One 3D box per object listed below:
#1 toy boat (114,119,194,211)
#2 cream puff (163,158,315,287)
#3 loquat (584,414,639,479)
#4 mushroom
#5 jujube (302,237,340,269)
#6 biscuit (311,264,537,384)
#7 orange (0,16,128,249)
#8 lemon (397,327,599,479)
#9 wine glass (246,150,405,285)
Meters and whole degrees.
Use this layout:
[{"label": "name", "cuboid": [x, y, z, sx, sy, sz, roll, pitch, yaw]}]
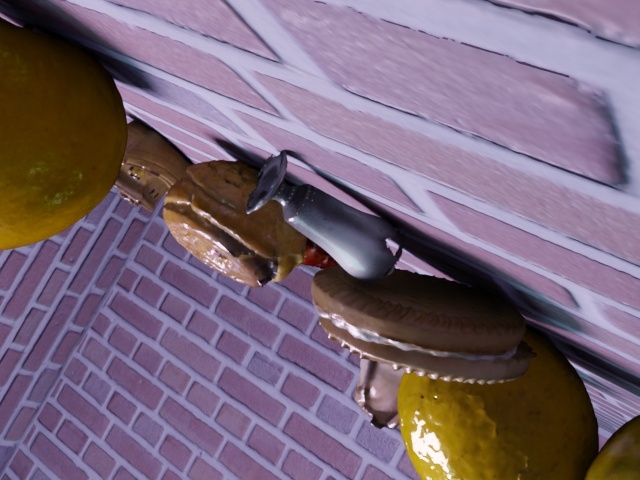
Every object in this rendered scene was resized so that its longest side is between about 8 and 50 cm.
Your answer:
[{"label": "toy boat", "cuboid": [-0.295, -0.116, 1.338, 0.089, 0.121, 0.321, 35, 177, 6]}, {"label": "cream puff", "cuboid": [-0.095, -0.028, 0.976, 0.189, 0.129, 0.189, 28, 164, 9]}, {"label": "loquat", "cuboid": [0.418, 0.306, 0.937, 0.213, 0.213, 0.246, 27, 163, 27]}, {"label": "mushroom", "cuboid": [0.209, 0.205, 1.403, 0.314, 0.224, 0.397, 16, -178, -2]}, {"label": "jujube", "cuboid": [0.000, 0.000, 1.085, 0.077, 0.077, 0.129, 27, -174, 30]}, {"label": "biscuit", "cuboid": [0.112, 0.089, 0.885, 0.259, 0.079, 0.259, 11, -171, -2]}, {"label": "orange", "cuboid": [-0.343, -0.115, 0.825, 0.279, 0.235, 0.279, 19, -178, -1]}, {"label": "lemon", "cuboid": [0.234, 0.248, 1.054, 0.310, 0.254, 0.253, 61, 170, -8]}, {"label": "wine glass", "cuboid": [0.004, -0.019, 0.787, 0.155, 0.072, 0.072, 32, 175, -23]}]
